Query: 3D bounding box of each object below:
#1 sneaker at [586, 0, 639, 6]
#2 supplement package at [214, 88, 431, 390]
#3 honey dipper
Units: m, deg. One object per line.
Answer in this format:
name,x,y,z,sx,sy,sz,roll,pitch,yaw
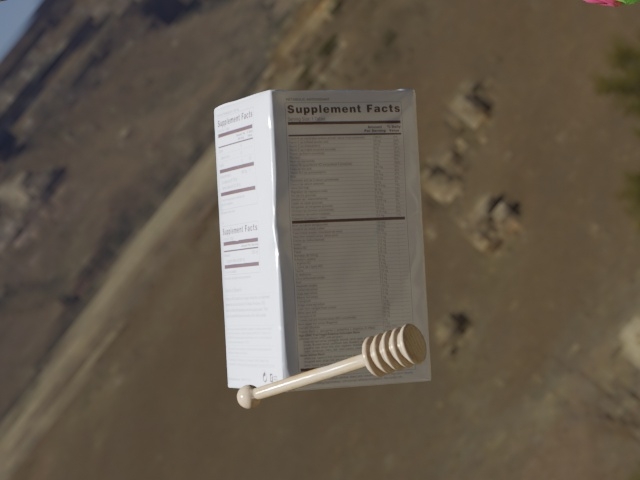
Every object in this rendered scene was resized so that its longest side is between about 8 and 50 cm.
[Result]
sneaker,0.077,-0.295,0.946,0.202,0.483,0.185,-48,-8,3
supplement package,0.000,0.000,1.534,0.134,0.139,0.244,173,95,-67
honey dipper,0.004,0.096,1.319,0.161,0.030,0.030,-22,24,34
